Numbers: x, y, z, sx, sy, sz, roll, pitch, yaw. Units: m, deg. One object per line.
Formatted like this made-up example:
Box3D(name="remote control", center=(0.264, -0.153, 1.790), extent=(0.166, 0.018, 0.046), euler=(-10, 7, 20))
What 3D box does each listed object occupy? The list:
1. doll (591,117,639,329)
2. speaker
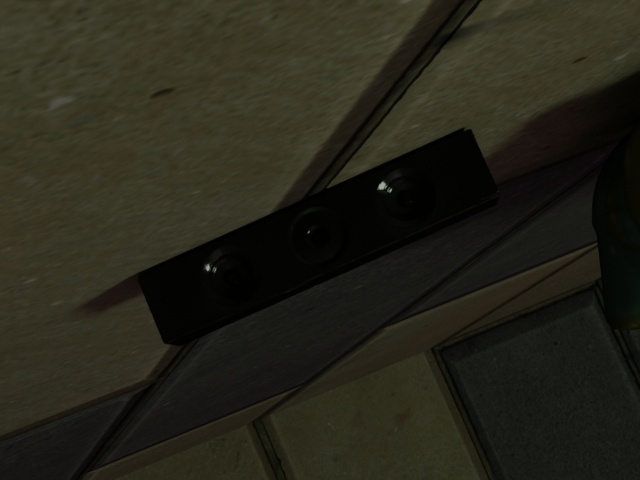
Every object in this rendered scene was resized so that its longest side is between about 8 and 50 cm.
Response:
Box3D(name="doll", center=(0.265, -0.030, 0.846), extent=(0.177, 0.162, 0.261), euler=(-2, 172, 2))
Box3D(name="speaker", center=(0.000, 0.000, 0.737), extent=(0.191, 0.040, 0.046), euler=(-24, 173, 1))
